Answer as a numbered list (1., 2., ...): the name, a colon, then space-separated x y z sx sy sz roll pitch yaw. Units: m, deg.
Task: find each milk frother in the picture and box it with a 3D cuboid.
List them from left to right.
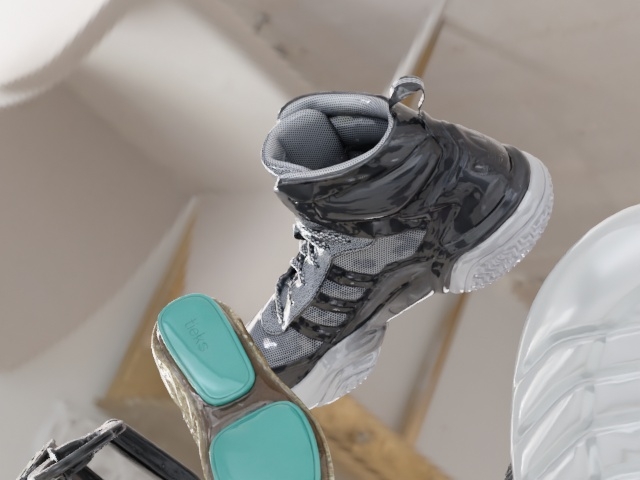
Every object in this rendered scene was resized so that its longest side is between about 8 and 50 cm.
1. milk frother: -0.136 0.187 1.044 0.134 0.129 0.143 39 176 -5

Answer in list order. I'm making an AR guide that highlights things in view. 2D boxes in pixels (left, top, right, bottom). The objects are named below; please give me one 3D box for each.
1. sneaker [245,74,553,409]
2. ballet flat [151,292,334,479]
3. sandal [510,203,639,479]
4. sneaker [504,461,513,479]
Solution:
1. sneaker: 0.000 0.000 1.008 0.268 0.101 0.153 -37 122 26
2. ballet flat: -0.038 0.112 0.929 0.073 0.206 0.067 -23 134 -4
3. sandal: 0.204 0.177 0.734 0.169 0.416 0.102 -28 151 17
4. sneaker: 0.149 0.124 0.908 0.075 0.057 0.161 38 -167 -2
